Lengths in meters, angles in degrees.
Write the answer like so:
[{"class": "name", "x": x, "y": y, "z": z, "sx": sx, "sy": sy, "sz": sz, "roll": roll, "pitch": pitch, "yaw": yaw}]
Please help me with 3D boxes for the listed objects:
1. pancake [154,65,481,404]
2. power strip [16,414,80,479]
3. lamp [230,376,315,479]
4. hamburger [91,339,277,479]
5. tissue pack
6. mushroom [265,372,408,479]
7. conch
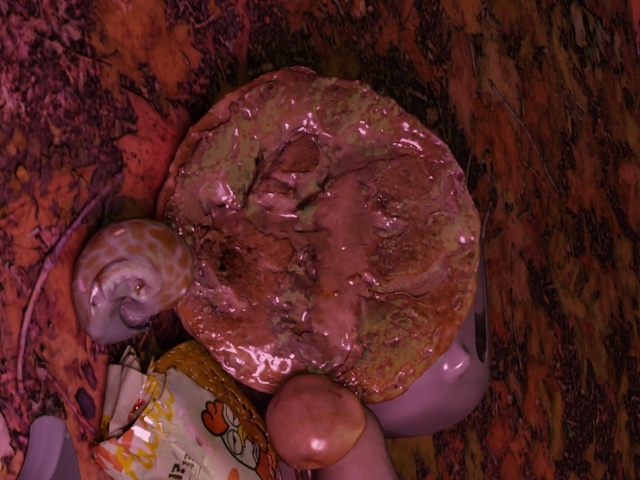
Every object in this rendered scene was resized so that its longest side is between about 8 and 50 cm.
[{"class": "pancake", "x": 0.000, "y": -0.001, "z": 2.079, "sx": 0.082, "sy": 0.387, "sz": 0.387, "roll": 126, "pitch": -33, "yaw": -65}, {"class": "power strip", "x": -0.272, "y": 0.240, "z": 1.726, "sx": 0.216, "sy": 0.044, "sz": 0.137, "roll": -20, "pitch": 99, "yaw": -62}, {"class": "lamp", "x": -0.034, "y": 0.261, "z": 2.123, "sx": 0.089, "sy": 0.090, "sz": 0.325, "roll": -22, "pitch": 99, "yaw": -62}, {"class": "hamburger", "x": -0.130, "y": 0.188, "z": 1.928, "sx": 0.214, "sy": 0.125, "sz": 0.235, "roll": 64, "pitch": 26, "yaw": -18}, {"class": "tissue pack", "x": 0.085, "y": 0.063, "z": 2.260, "sx": 0.229, "sy": 0.236, "sz": 0.333, "roll": 22, "pitch": 62, "yaw": -59}, {"class": "mushroom", "x": 0.052, "y": 0.259, "z": 2.003, "sx": 0.122, "sy": 0.159, "sz": 0.329, "roll": -57, "pitch": 142, "yaw": -23}, {"class": "conch", "x": -0.189, "y": 0.031, "z": 1.903, "sx": 0.173, "sy": 0.106, "sz": 0.116, "roll": -40, "pitch": 140, "yaw": -39}]
